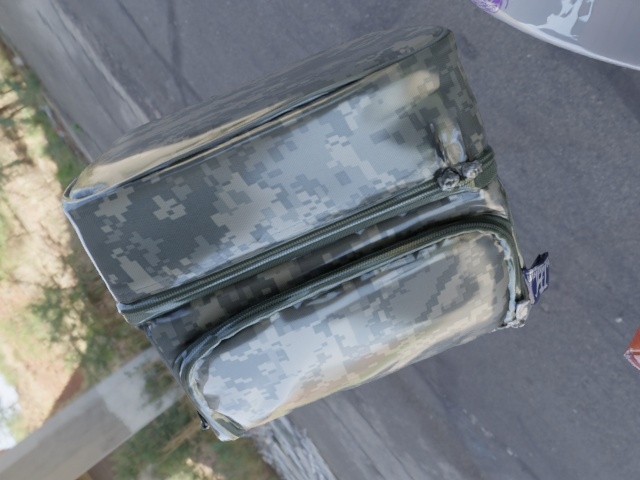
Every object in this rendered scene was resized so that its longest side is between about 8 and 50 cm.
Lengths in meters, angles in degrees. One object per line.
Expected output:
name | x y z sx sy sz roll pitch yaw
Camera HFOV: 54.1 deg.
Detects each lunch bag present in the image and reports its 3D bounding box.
lunch bag | 0.000 0.000 0.499 0.212 0.305 0.256 -114 1 -68

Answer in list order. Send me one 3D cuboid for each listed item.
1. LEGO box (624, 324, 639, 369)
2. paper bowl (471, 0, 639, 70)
LEGO box | 0.519 -0.027 0.428 0.193 0.372 0.500 38 161 -1
paper bowl | 0.237 -0.204 0.392 0.284 0.284 0.148 29 103 45
